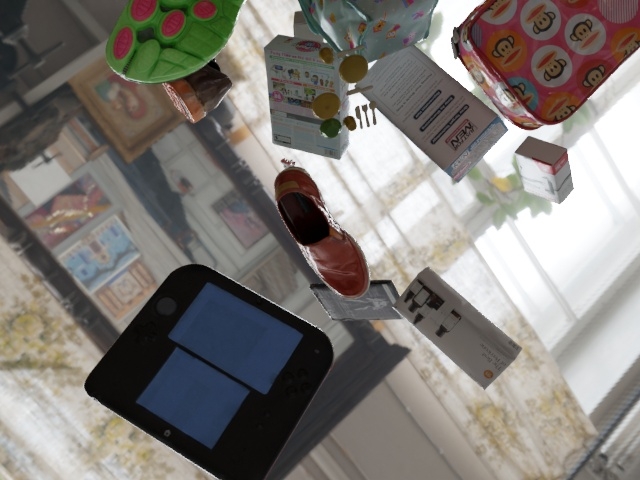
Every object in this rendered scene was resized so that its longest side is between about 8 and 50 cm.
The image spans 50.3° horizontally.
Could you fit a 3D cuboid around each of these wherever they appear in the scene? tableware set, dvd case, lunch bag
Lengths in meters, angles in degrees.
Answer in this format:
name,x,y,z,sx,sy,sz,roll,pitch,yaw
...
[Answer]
name,x,y,z,sx,sy,sz,roll,pitch,yaw
tableware set,0.031,-0.234,1.077,0.103,0.154,0.024,-18,-138,-3
dvd case,0.102,0.155,1.738,0.221,0.165,0.018,-4,-129,26
lunch bag,0.088,-0.526,1.486,0.223,0.262,0.160,-30,154,-26
lunch bag,0.360,-0.346,1.068,0.293,0.258,0.120,-42,-175,-2

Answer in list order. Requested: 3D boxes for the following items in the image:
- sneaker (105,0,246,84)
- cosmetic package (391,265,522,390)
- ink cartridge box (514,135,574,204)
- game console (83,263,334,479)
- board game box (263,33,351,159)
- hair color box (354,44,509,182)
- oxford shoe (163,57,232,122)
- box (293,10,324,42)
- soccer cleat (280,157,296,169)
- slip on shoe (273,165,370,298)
name,x,y,z,sx,sy,sz,roll,pitch,yaw
sneaker,-0.264,-0.453,1.385,0.202,0.185,0.483,-32,-159,50
cosmetic package,0.261,0.169,1.318,0.060,0.239,0.099,-29,156,-54
ink cartridge box,0.486,-0.151,1.479,0.056,0.135,0.099,-47,-133,-13
game console,-0.201,0.243,1.312,0.342,0.386,0.060,-54,165,-33
board game box,-0.030,-0.393,1.884,0.223,0.304,0.097,16,-135,19
hair color box,0.257,-0.315,1.617,0.174,0.347,0.105,-47,149,12
oxford shoe,-0.304,-0.384,1.636,0.132,0.130,0.364,-32,-143,-8
box,-0.039,-0.677,2.221,0.094,0.113,0.275,-5,-152,1
soccer cleat,-0.100,-0.226,2.038,0.036,0.029,0.083,-59,165,14
slip on shoe,0.000,0.000,1.446,0.123,0.331,0.101,-23,-156,18
